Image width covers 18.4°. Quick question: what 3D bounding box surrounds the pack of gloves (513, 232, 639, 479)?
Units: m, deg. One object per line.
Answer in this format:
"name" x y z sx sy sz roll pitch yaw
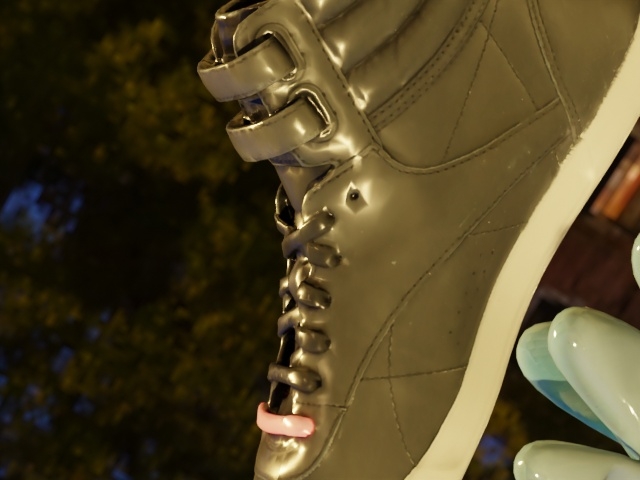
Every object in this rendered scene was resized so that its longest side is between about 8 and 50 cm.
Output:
"pack of gloves" 0.111 0.007 0.457 0.046 0.195 0.232 19 170 36

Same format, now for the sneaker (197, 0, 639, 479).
"sneaker" 0.000 0.000 0.705 0.147 0.295 0.104 30 172 -18
